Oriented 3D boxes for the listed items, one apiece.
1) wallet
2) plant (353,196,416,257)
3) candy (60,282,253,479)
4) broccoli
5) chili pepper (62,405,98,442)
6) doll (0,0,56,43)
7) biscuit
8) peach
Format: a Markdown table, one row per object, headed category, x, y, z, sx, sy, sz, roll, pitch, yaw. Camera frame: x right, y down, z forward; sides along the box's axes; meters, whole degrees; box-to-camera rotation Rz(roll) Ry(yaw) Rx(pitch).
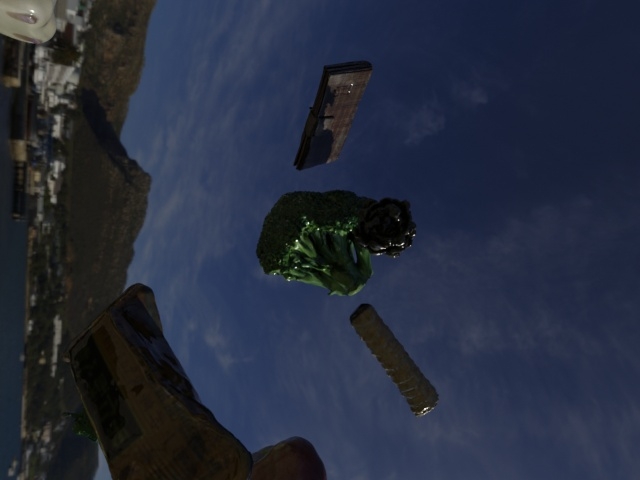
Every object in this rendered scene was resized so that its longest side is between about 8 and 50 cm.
| category | x | y | z | sx | sy | sz | roll | pitch | yaw |
| --- | --- | --- | --- | --- | --- | --- | --- | --- | --- |
| wallet | 0.021 | -0.245 | 0.862 | 0.042 | 0.124 | 0.230 | 50 | -40 | 21 |
| plant | 0.100 | -0.021 | 0.677 | 0.143 | 0.092 | 0.094 | -1 | 109 | -87 |
| candy | -0.192 | 0.182 | 0.469 | 0.143 | 0.101 | 0.271 | -42 | -120 | -4 |
| broccoli | 0.000 | 0.000 | 0.878 | 0.241 | 0.269 | 0.262 | 54 | -35 | -8 |
| chili pepper | -0.475 | 0.453 | 1.012 | 0.100 | 0.257 | 0.074 | -94 | -155 | -83 |
| doll | -0.686 | -0.639 | 1.004 | 0.370 | 0.226 | 0.215 | -64 | -169 | -13 |
| biscuit | 0.128 | 0.211 | 0.771 | 0.061 | 0.055 | 0.219 | -38 | -94 | 3 |
| peach | -0.059 | 0.418 | 0.727 | 0.152 | 0.152 | 0.151 | -5 | -96 | 56 |
